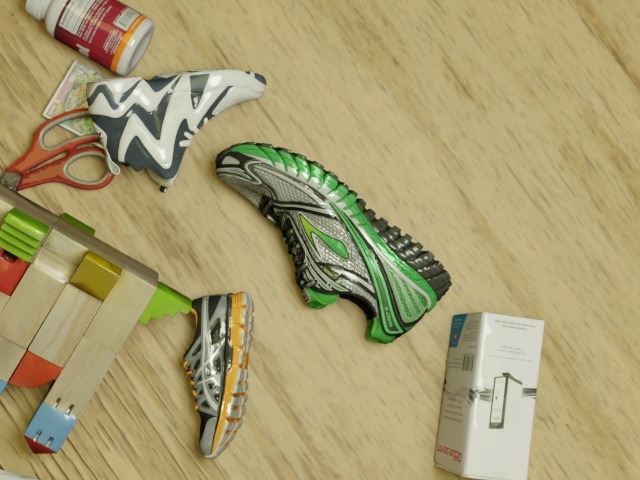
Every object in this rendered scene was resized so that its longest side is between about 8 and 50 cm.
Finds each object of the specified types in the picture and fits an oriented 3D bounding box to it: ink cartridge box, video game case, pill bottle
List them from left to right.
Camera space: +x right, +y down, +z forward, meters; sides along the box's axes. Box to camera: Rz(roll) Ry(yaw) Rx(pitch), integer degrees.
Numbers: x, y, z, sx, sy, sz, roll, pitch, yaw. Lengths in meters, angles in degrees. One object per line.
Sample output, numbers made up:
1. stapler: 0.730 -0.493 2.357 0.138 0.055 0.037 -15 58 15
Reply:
1. pill bottle: -0.300 -0.285 1.390 0.152 0.086 0.086 30 81 -2
2. video game case: -0.293 -0.172 1.416 0.122 0.011 0.087 29 81 -3
3. ink cartridge box: 0.214 0.198 1.369 0.085 0.148 0.203 8 84 -8

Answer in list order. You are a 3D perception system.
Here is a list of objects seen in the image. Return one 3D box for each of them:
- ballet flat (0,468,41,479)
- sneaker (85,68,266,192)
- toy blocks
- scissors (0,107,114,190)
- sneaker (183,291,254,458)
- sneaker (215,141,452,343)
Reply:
1. ballet flat: -0.501 0.302 1.283 0.400 0.139 0.139 16 82 -5
2. sneaker: -0.180 -0.142 1.393 0.234 0.094 0.153 -10 104 -26
3. toy blocks: -0.389 0.087 1.310 0.381 0.191 0.261 31 94 -11
4. scissors: -0.407 -0.085 1.388 0.297 0.021 0.109 -18 92 -4
5. sneaker: -0.137 0.171 1.371 0.083 0.084 0.215 5 80 7
6. sneaker: 0.000 0.000 1.372 0.343 0.134 0.146 39 82 -2
